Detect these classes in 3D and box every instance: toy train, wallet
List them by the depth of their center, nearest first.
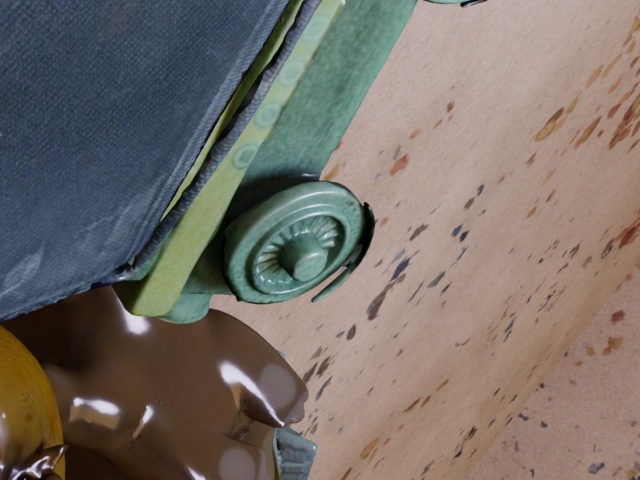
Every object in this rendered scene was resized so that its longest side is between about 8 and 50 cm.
[{"bbox_3d":[-0.134,-0.048,0.599,0.237,0.075,0.342,-53,164,27],"label":"wallet"},{"bbox_3d":[-0.054,-0.117,0.826,0.253,0.160,0.397,2,129,-42],"label":"toy train"}]

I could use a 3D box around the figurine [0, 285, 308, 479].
[{"bbox_3d":[-0.138,0.115,1.081,0.247,0.177,0.173,22,153,-35],"label":"figurine"}]

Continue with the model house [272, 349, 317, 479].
[{"bbox_3d":[-0.109,0.218,1.285,0.198,0.215,0.224,-2,144,-10],"label":"model house"}]

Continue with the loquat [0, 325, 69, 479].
[{"bbox_3d":[-0.237,0.130,0.852,0.208,0.208,0.208,-42,160,-20],"label":"loquat"}]
